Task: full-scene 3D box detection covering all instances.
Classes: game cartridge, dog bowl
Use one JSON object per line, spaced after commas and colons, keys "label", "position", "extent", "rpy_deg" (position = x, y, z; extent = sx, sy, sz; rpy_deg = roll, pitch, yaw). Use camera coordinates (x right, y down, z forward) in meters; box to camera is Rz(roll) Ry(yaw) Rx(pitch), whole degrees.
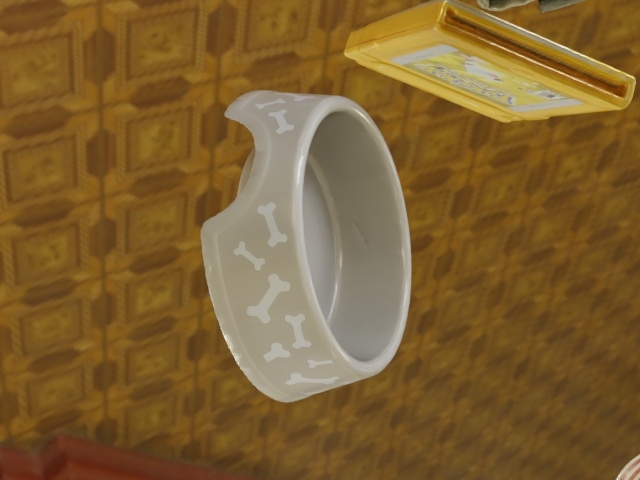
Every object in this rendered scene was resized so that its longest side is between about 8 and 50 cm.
{"label": "game cartridge", "position": [0.209, -0.227, 1.576], "extent": [0.285, 0.324, 0.052], "rpy_deg": [19, 84, -19]}
{"label": "dog bowl", "position": [0.000, 0.000, 1.301], "extent": [0.102, 0.348, 0.349], "rpy_deg": [-7, 154, 26]}

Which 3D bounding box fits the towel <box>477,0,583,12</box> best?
{"label": "towel", "position": [0.316, -0.359, 1.270], "extent": [0.312, 0.324, 0.056], "rpy_deg": [-9, 133, 16]}

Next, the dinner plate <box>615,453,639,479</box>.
{"label": "dinner plate", "position": [0.338, 0.263, 1.114], "extent": [0.017, 0.141, 0.141], "rpy_deg": [3, 131, -51]}
